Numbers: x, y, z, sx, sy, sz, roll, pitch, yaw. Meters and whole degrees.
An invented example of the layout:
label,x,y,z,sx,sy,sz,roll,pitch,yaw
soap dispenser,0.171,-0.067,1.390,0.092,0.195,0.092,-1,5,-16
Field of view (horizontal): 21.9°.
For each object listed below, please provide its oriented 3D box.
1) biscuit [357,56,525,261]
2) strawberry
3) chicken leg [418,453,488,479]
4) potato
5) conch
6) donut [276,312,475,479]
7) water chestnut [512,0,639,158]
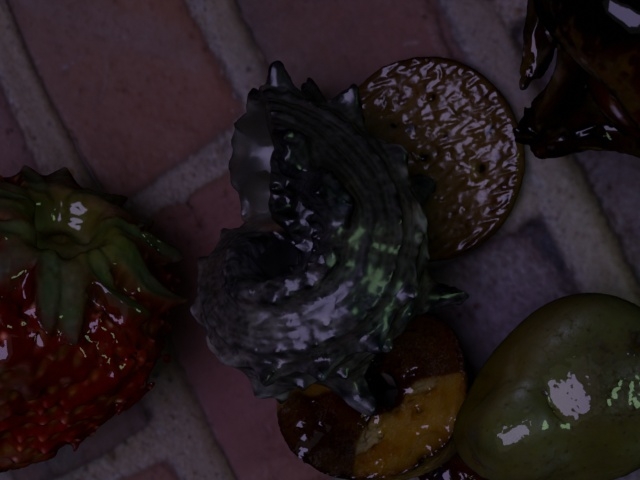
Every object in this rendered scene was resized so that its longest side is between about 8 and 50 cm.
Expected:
label,x,y,z,sx,sy,sz,roll,pitch,yaw
biscuit,0.095,-0.073,1.497,0.187,0.027,0.188,0,91,23
strawberry,-0.288,0.105,1.558,0.292,0.292,0.343,35,122,18
chicken leg,0.121,0.231,1.493,0.093,0.053,0.205,-42,71,35
potato,0.205,0.137,1.382,0.194,0.157,0.157,-30,79,-18
conch,-0.013,0.002,1.448,0.240,0.186,0.313,-10,85,36
donut,0.055,0.142,1.478,0.184,0.073,0.166,-15,60,22
water chestnut,0.282,-0.175,1.303,0.244,0.289,0.289,-36,77,52
